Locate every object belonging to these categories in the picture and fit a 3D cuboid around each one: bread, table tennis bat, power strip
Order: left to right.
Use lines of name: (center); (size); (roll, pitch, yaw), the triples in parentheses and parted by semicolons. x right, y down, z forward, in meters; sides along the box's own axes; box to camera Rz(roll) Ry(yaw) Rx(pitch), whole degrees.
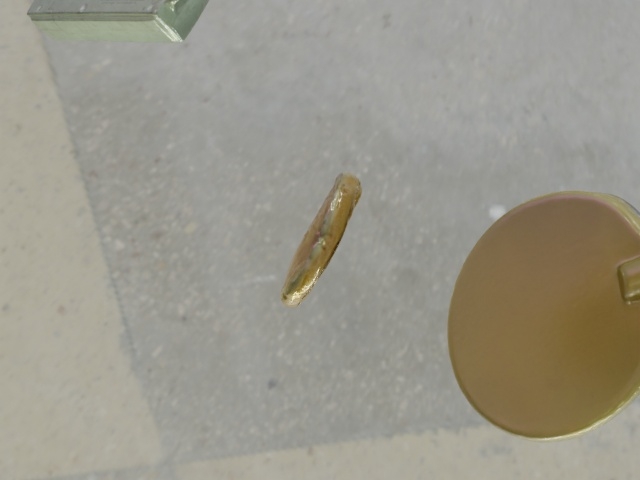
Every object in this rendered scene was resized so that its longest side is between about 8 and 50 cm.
power strip: (-0.215, -0.252, 1.319); (0.272, 0.078, 0.052); (10, 156, 44)
bread: (0.000, 0.000, 0.894); (0.024, 0.110, 0.110); (29, 111, -1)
table tennis bat: (0.219, 0.039, 0.939); (0.050, 0.198, 0.321); (19, 148, -40)
